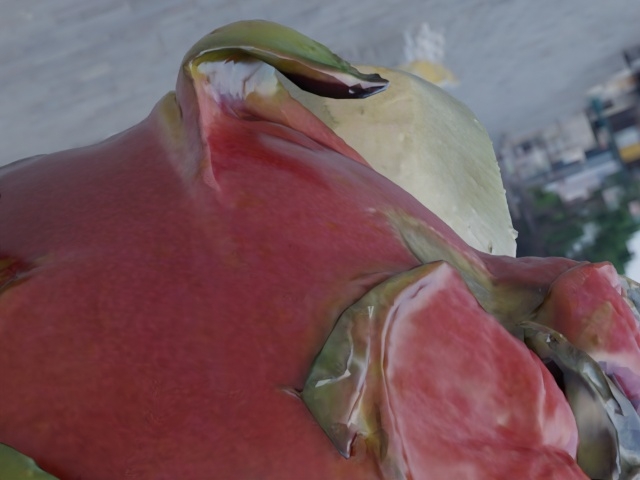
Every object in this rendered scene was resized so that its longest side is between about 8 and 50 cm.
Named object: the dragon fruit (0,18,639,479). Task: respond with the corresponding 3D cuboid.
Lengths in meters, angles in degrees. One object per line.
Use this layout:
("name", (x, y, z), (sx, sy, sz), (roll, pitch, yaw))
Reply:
("dragon fruit", (-0.020, 0.068, 0.558), (0.225, 0.305, 0.305), (-38, 169, 36))

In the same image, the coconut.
("coconut", (0.000, 0.000, 0.889), (0.197, 0.237, 0.237), (6, 177, -5))
